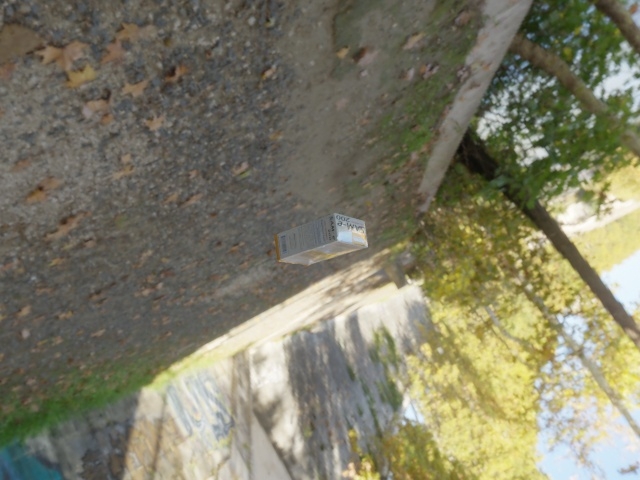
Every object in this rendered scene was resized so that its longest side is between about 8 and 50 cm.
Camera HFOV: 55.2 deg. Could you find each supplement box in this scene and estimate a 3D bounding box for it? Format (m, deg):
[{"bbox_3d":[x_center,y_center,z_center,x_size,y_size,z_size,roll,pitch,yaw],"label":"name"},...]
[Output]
[{"bbox_3d":[0.000,0.000,0.755,0.098,0.036,0.062,-18,161,35],"label":"supplement box"}]
